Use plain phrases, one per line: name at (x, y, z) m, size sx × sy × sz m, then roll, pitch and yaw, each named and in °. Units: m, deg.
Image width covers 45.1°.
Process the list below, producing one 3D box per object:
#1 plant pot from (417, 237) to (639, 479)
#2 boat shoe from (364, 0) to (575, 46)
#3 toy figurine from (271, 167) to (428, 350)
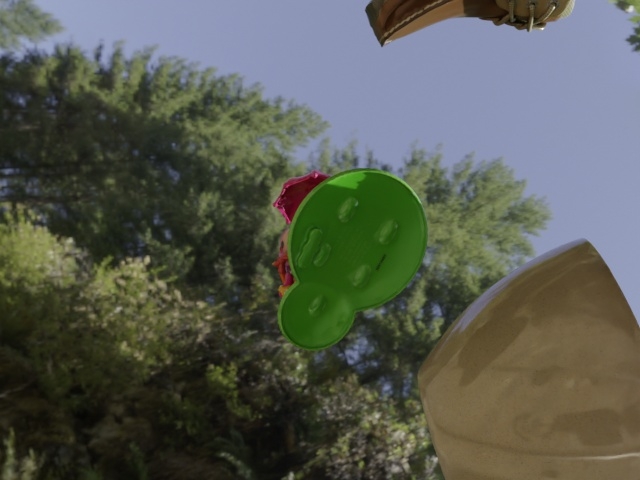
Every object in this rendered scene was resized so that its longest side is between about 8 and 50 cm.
plant pot at (0.202, 0.161, 0.730) m, size 0.191 × 0.284 × 0.284 m, roll -19°, pitch -99°, yaw 9°
boat shoe at (0.204, -0.265, 0.741) m, size 0.324 × 0.122 × 0.119 m, roll -28°, pitch -84°, yaw 3°
toy figurine at (0.000, 0.000, 0.739) m, size 0.173 × 0.130 × 0.159 m, roll -61°, pitch -157°, yaw 5°
